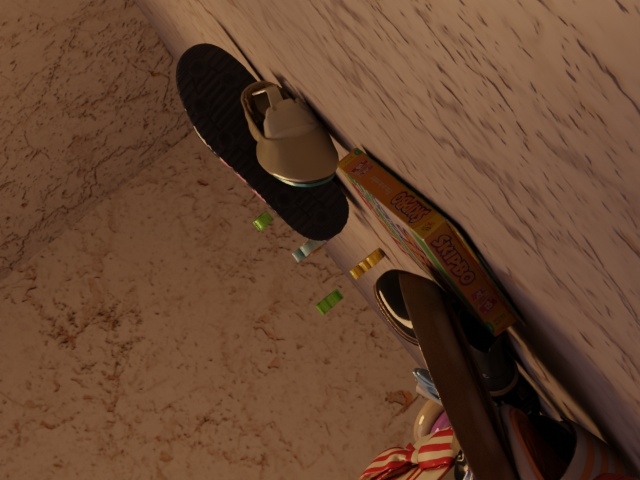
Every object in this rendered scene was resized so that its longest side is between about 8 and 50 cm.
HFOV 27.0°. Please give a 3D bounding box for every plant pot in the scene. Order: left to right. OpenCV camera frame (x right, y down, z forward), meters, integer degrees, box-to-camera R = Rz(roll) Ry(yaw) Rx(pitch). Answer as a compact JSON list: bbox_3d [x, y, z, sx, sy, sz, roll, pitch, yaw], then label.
[{"bbox_3d":[0.130,0.133,1.200,0.236,0.032,0.236,-23,-90,-82],"label":"plant pot"}]

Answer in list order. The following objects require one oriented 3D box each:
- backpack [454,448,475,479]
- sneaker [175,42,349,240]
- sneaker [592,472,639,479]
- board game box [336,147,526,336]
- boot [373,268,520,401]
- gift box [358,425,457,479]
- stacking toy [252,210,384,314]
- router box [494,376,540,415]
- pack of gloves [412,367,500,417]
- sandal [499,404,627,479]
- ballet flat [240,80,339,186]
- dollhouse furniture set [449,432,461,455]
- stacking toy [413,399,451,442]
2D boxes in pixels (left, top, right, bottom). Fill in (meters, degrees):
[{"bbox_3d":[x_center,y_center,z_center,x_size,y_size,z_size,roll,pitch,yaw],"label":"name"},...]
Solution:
[{"bbox_3d":[0.206,0.287,1.349,0.152,0.115,0.182,70,175,-59],"label":"backpack"},{"bbox_3d":[-0.087,-0.134,1.832,0.319,0.112,0.131,53,-178,-12],"label":"sneaker"},{"bbox_3d":[0.294,0.288,1.138,0.225,0.088,0.093,52,179,-12],"label":"sneaker"},{"bbox_3d":[0.098,0.000,1.232,0.124,0.039,0.259,52,175,-26],"label":"board game box"},{"bbox_3d":[0.130,0.073,1.413,0.198,0.077,0.137,36,166,26],"label":"boot"},{"bbox_3d":[0.209,0.395,1.967,0.258,0.276,0.255,53,138,-4],"label":"gift box"},{"bbox_3d":[0.000,0.000,1.935,0.167,0.052,0.221,52,-153,-1],"label":"stacking toy"},{"bbox_3d":[0.184,0.142,1.566,0.179,0.046,0.133,50,177,21],"label":"router box"},{"bbox_3d":[0.197,0.222,1.487,0.232,0.046,0.195,28,171,13],"label":"pack of gloves"},{"bbox_3d":[0.250,0.224,1.227,0.265,0.076,0.102,47,-160,-35],"label":"sandal"},{"bbox_3d":[-0.043,-0.131,1.517,0.086,0.086,0.248,53,178,-25],"label":"ballet flat"},{"bbox_3d":[0.264,0.237,1.725,0.144,0.123,0.151,-131,38,-50],"label":"dollhouse furniture set"},{"bbox_3d":[0.301,0.372,2.145,0.330,0.141,0.141,41,171,40],"label":"stacking toy"}]
